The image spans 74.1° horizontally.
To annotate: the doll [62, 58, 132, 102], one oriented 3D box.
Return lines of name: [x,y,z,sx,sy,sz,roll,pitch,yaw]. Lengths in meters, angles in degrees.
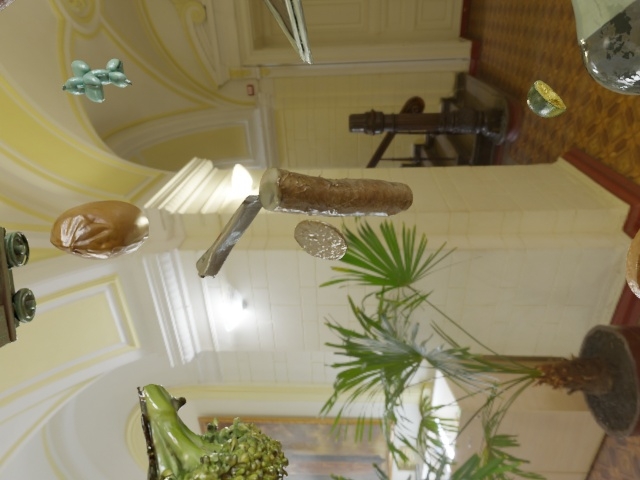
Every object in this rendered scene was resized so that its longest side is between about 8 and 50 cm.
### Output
doll: [-0.561,-0.400,1.057,0.158,0.159,0.059,49,143,35]

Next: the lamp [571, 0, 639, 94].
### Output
lamp: [0.456,-0.365,0.648,0.314,0.181,0.182,58,174,17]

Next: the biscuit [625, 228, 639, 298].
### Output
biscuit: [0.589,0.010,0.707,0.029,0.141,0.221,-99,18,-64]

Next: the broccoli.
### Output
broccoli: [-0.143,0.316,0.611,0.242,0.180,0.273,103,148,-66]

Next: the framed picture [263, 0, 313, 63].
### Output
framed picture: [-0.095,-0.364,0.516,0.273,0.016,0.216,57,-176,1]

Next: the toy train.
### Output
toy train: [-0.737,0.095,0.909,0.221,0.150,0.305,-160,64,-79]

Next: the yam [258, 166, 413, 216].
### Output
yam: [0.033,-0.064,0.611,0.299,0.066,0.066,-3,-87,-48]

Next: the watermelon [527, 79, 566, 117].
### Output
watermelon: [0.567,-0.351,1.076,0.062,0.105,0.106,-50,27,43]

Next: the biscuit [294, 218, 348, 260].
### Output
biscuit: [0.000,0.000,0.865,0.120,0.120,0.015,85,-155,-49]

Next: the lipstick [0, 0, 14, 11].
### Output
lipstick: [-0.641,-0.534,0.871,0.077,0.418,0.077,52,-151,-45]

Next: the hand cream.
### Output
hand cream: [-0.132,-0.005,0.612,0.165,0.037,0.057,-51,-16,22]

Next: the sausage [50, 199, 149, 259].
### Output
sausage: [-0.421,-0.022,0.839,0.116,0.134,0.354,-64,17,-3]
